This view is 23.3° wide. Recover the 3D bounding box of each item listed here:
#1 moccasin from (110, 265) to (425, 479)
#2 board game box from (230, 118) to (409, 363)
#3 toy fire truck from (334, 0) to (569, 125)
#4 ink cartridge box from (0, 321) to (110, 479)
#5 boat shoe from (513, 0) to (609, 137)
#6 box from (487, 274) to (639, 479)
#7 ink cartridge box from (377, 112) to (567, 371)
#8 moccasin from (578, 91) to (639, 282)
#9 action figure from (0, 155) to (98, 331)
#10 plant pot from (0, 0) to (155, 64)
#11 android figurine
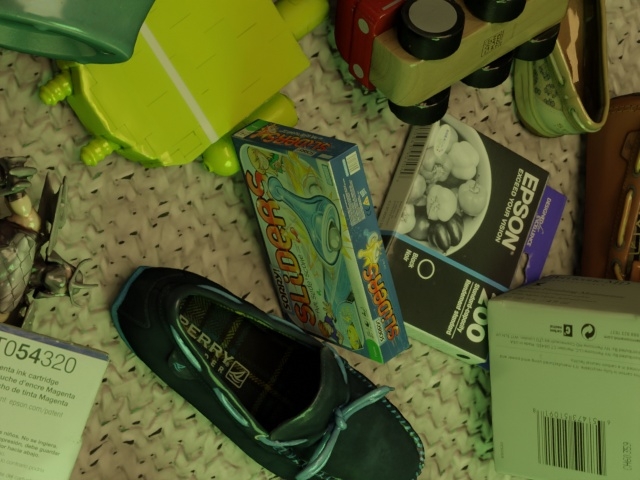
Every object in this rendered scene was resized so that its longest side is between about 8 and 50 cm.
[{"bbox_3d":[-0.034,0.144,1.374,0.342,0.117,0.137,31,76,-27],"label":"moccasin"},{"bbox_3d":[0.000,0.000,1.353,0.035,0.136,0.201,-33,121,-30],"label":"board game box"},{"bbox_3d":[0.089,-0.266,1.440,0.217,0.246,0.158,-32,151,-24],"label":"toy fire truck"},{"bbox_3d":[-0.365,0.192,1.191,0.324,0.071,0.330,20,90,-28],"label":"ink cartridge box"},{"bbox_3d":[0.245,-0.246,1.540,0.105,0.089,0.285,-9,96,-29],"label":"boat shoe"},{"bbox_3d":[0.268,0.136,1.487,0.119,0.181,0.181,-16,106,-50],"label":"box"},{"bbox_3d":[0.148,0.008,1.518,0.208,0.045,0.206,26,78,-29],"label":"ink cartridge box"},{"bbox_3d":[0.348,0.039,1.572,0.139,0.147,0.380,5,89,-30],"label":"moccasin"},{"bbox_3d":[-0.308,0.010,1.224,0.285,0.099,0.185,15,90,-27],"label":"action figure"},{"bbox_3d":[-0.205,-0.276,1.180,0.272,0.272,0.255,13,86,-29],"label":"plant pot"},{"bbox_3d":[-0.120,-0.172,1.354,0.273,0.056,0.248,-42,111,-23],"label":"android figurine"}]
